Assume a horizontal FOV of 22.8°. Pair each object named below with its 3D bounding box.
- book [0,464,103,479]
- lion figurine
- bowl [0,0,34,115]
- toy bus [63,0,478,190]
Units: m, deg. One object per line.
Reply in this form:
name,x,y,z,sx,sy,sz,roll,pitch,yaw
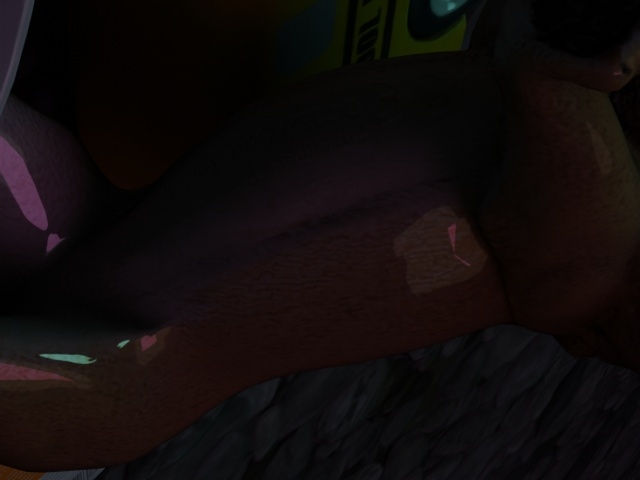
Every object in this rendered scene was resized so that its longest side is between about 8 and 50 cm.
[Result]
book,-0.135,0.088,0.700,0.096,0.035,0.144,-40,155,-30
lion figurine,0.000,0.000,0.475,0.392,0.142,0.240,-7,149,8
bowl,-0.199,-0.048,0.247,0.298,0.134,0.298,-38,150,-26
toy bus,-0.013,-0.139,0.500,0.130,0.108,0.333,-36,153,-27
